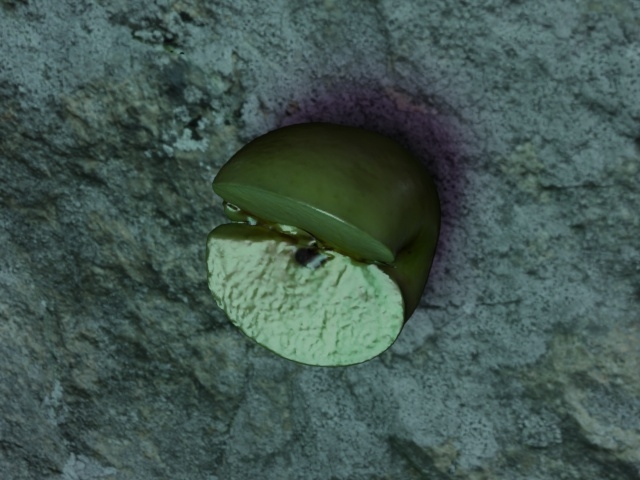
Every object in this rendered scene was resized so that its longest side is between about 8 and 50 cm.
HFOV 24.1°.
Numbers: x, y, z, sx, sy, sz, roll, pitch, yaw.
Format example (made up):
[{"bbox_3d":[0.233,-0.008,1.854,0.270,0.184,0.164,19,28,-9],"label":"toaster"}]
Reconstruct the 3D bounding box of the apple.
[{"bbox_3d":[0.010,-0.015,1.822,0.258,0.233,0.295,18,131,25],"label":"apple"}]
